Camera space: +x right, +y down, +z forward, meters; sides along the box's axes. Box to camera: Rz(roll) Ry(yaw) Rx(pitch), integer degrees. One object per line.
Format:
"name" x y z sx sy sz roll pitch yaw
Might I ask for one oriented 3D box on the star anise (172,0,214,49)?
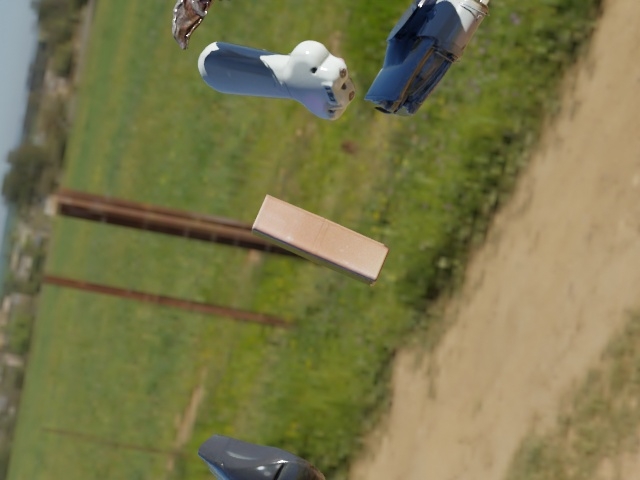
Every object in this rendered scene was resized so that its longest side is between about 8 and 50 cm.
"star anise" -0.118 -0.267 1.567 0.141 0.042 0.141 -48 18 21

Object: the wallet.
"wallet" 0.131 -0.246 1.704 0.231 0.069 0.170 -60 14 2

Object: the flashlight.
"flashlight" -0.048 -0.180 1.608 0.047 0.200 0.093 -51 -45 -30

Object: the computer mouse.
"computer mouse" -0.085 0.339 2.134 0.217 0.122 0.073 4 57 49

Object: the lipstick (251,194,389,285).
"lipstick" 0.000 0.000 1.617 0.045 0.145 0.045 112 -178 -81
